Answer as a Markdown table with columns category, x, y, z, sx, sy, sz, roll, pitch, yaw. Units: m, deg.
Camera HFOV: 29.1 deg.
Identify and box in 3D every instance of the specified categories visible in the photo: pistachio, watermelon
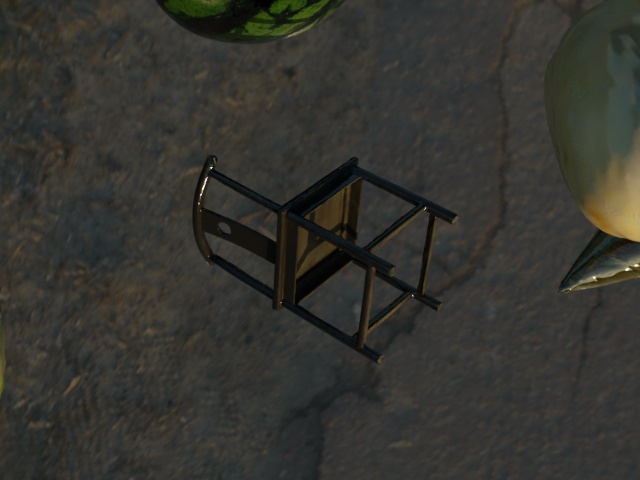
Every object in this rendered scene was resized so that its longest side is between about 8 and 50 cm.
| category | x | y | z | sx | sy | sz | roll | pitch | yaw |
| --- | --- | --- | --- | --- | --- | --- | --- | --- | --- |
| pistachio | 0.364 | -0.119 | 1.338 | 0.229 | 0.238 | 0.321 | 8 | 46 | -33 |
| watermelon | -0.077 | -0.374 | 1.442 | 0.285 | 0.285 | 0.285 | 10 | 62 | -19 |

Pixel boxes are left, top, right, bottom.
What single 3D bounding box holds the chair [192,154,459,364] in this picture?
| category | x | y | z | sx | sy | sz | roll | pitch | yaw |
| --- | --- | --- | --- | --- | --- | --- | --- | --- | --- |
| chair | 0.000 | 0.000 | 1.359 | 0.260 | 0.154 | 0.141 | 29 | 44 | 27 |

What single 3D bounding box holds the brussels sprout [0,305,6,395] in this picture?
| category | x | y | z | sx | sy | sz | roll | pitch | yaw |
| --- | --- | --- | --- | --- | --- | --- | --- | --- | --- |
| brussels sprout | -0.453 | 0.081 | 1.184 | 0.371 | 0.315 | 0.275 | 21 | 95 | 25 |

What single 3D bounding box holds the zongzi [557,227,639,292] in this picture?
| category | x | y | z | sx | sy | sz | roll | pitch | yaw |
| --- | --- | --- | --- | --- | --- | --- | --- | --- | --- |
| zongzi | 0.623 | -0.010 | 1.845 | 0.432 | 0.403 | 0.207 | -44 | 132 | -26 |
